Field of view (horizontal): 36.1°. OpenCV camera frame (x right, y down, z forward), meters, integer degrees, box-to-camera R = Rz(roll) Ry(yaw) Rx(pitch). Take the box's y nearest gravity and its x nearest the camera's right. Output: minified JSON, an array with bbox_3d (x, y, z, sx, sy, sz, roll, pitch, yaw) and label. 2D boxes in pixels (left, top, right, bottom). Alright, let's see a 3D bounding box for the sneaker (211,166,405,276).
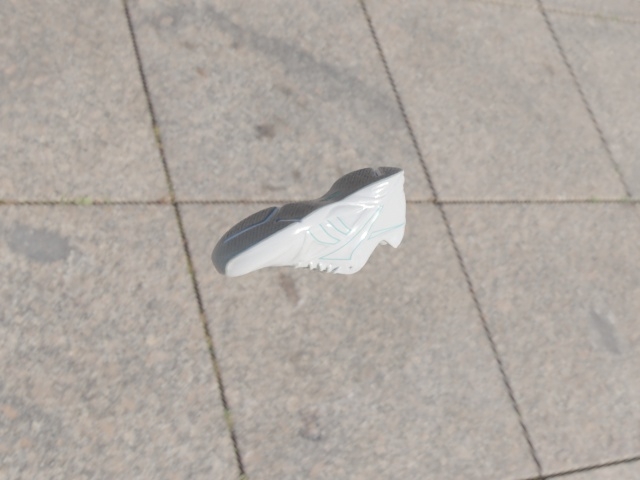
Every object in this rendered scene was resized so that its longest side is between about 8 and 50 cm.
[{"bbox_3d":[0.000,0.000,0.649,0.152,0.053,0.061,-22,111,-28],"label":"sneaker"}]
